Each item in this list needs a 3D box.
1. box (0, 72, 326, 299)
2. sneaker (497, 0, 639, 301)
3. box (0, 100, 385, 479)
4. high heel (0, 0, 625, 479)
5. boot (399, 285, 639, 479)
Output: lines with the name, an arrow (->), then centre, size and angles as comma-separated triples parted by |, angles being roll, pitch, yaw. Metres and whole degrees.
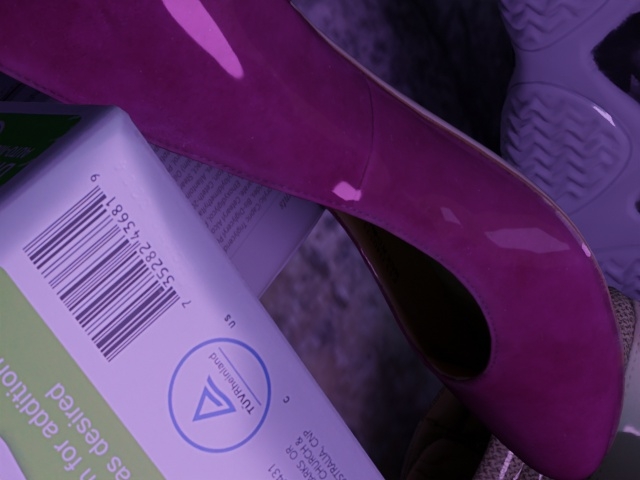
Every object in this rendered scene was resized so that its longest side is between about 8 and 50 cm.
box -> -0.071, -0.009, 0.553 | 0.087, 0.101, 0.102 | 57, 43, -20
sneaker -> 0.146, -0.117, 0.734 | 0.210, 0.137, 0.366 | -67, 163, -46
box -> -0.076, 0.140, 0.423 | 0.231, 0.126, 0.262 | -43, 113, -19
high heel -> 0.000, 0.000, 0.514 | 0.117, 0.082, 0.244 | -41, 127, -20
boot -> 0.114, 0.147, 0.710 | 0.203, 0.095, 0.262 | 17, 103, -15
